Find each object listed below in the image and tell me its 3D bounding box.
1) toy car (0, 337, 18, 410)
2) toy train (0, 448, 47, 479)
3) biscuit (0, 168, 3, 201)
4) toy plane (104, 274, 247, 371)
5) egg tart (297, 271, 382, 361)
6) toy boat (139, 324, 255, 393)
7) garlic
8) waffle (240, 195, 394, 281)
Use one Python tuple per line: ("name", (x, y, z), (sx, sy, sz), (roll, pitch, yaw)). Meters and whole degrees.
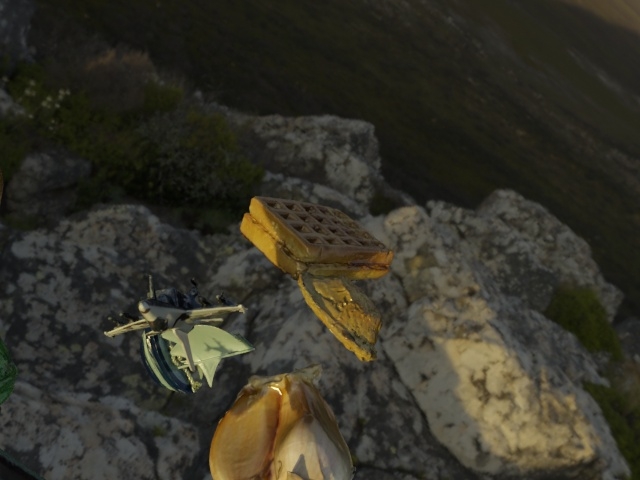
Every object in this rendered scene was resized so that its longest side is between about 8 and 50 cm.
("toy car", (-0.554, 0.192, 0.911), (0.213, 0.176, 0.358), (59, 25, -1))
("toy train", (-0.334, 0.325, 0.791), (0.089, 0.086, 0.409), (-111, 174, -49))
("biscuit", (-0.682, -0.020, 1.315), (0.045, 0.299, 0.154), (14, -5, 14))
("toy plane", (-0.162, 0.075, 0.738), (0.160, 0.234, 0.082), (-11, 65, -3))
("egg tart", (0.028, 0.075, 0.763), (0.129, 0.049, 0.129), (48, 7, -8))
("toy boat", (-0.298, 0.289, 1.667), (0.291, 0.210, 0.070), (4, 30, 9))
("garlic", (-0.075, 0.414, 1.384), (0.286, 0.249, 0.313), (3, 39, -10))
("waffle", (0.000, 0.000, 1.552), (0.327, 0.098, 0.224), (2, 33, -49))
